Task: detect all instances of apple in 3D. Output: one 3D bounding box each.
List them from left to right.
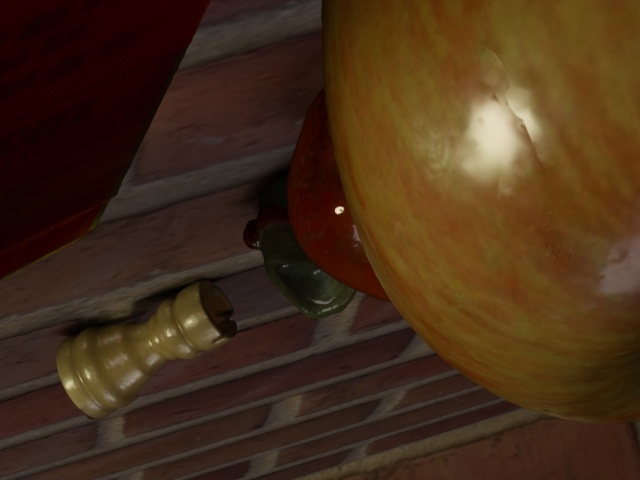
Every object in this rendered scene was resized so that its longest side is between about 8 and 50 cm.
[{"bbox_3d":[0.119,-0.078,0.584,0.264,0.264,0.264,-17,167,-4],"label":"apple"}]

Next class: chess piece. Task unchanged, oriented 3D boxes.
[{"bbox_3d":[-0.121,0.073,1.253,0.122,0.066,0.066,-28,165,17],"label":"chess piece"}]

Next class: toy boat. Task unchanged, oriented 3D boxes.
[{"bbox_3d":[0.000,-0.001,1.071,0.089,0.071,0.185,-17,168,-8],"label":"toy boat"}]

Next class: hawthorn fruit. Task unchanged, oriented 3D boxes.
[{"bbox_3d":[0.045,-0.028,0.894,0.132,0.133,0.138,-17,178,-5],"label":"hawthorn fruit"}]

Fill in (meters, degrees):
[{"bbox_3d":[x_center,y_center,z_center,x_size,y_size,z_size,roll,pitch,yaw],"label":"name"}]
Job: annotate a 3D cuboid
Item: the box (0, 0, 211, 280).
[{"bbox_3d":[-0.150,-0.042,0.567,0.197,0.089,0.313,-30,172,-23],"label":"box"}]
